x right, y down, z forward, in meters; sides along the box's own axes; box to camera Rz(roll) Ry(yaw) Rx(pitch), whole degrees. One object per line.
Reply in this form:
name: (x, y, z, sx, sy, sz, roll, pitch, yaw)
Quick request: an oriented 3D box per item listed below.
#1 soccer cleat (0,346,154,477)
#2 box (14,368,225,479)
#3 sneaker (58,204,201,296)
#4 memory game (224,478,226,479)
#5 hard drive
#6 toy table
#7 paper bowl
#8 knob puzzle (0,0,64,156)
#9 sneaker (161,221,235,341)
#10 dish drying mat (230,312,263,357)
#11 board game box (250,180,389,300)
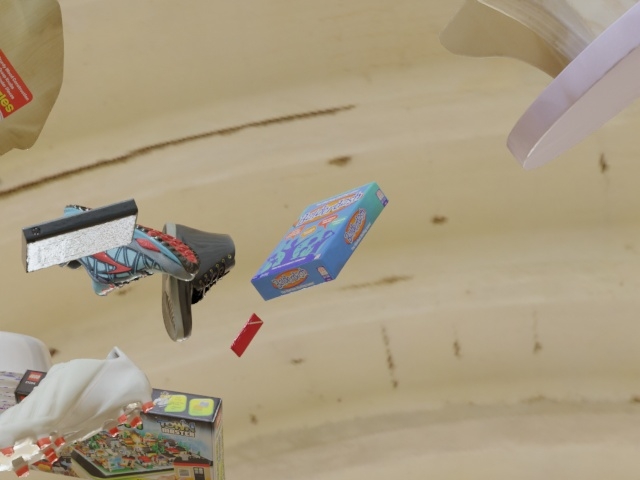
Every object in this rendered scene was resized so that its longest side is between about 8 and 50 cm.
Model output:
soccer cleat: (-0.230, 0.146, 1.006, 0.196, 0.076, 0.068, -15, -28, -49)
box: (-0.203, 0.198, 1.192, 0.036, 0.207, 0.114, -72, -14, -53)
sneaker: (-0.300, 0.034, 1.814, 0.104, 0.262, 0.125, 18, -90, -61)
memory game: (-0.122, 0.406, 1.619, 0.012, 0.186, 0.186, -11, -64, -13)
hard drive: (-0.286, -0.005, 1.389, 0.135, 0.022, 0.094, -16, -20, -21)
toy table: (0.221, -0.201, 0.976, 0.274, 0.161, 0.252, -44, -16, 32)
paper bowl: (-0.487, 0.202, 1.630, 0.284, 0.284, 0.148, 19, -108, -52)
knob puzzle: (-0.322, -0.166, 1.074, 0.213, 0.030, 0.213, -2, -81, -13)
sneaker: (-0.190, 0.064, 1.870, 0.118, 0.222, 0.083, 5, -38, -16)
dish drying mat: (-0.137, 0.176, 2.180, 0.032, 0.008, 0.083, 51, -120, -33)
board game box: (0.000, 0.000, 1.878, 0.047, 0.160, 0.210, 54, -136, -18)
